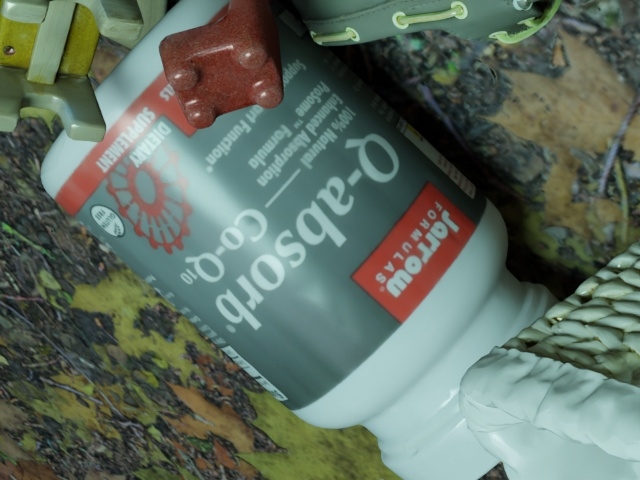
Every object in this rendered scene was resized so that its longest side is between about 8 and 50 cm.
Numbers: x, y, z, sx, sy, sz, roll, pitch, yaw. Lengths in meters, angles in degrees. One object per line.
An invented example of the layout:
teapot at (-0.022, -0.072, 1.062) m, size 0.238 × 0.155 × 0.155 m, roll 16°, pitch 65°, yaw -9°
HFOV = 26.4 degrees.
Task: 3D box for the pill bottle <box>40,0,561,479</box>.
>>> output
pill bottle at (0.000, 0.000, 0.971) m, size 0.363 × 0.210 × 0.210 m, roll 42°, pitch 140°, yaw -6°

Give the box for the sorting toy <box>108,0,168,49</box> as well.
sorting toy at (-0.237, -0.278, 1.017) m, size 0.307 × 0.041 × 0.229 m, roll 28°, pitch 144°, yaw 12°

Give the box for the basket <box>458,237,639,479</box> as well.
basket at (0.316, 0.144, 0.763) m, size 0.331 × 0.266 × 0.328 m, roll 55°, pitch 163°, yaw -20°

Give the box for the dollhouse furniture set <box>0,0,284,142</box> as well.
dollhouse furniture set at (-0.054, -0.226, 0.738) m, size 0.201 × 0.152 × 0.374 m, roll 7°, pitch 138°, yaw -22°

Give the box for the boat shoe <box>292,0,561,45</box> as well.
boat shoe at (0.095, -0.170, 0.820) m, size 0.305 × 0.109 × 0.091 m, roll 4°, pitch 131°, yaw 42°
